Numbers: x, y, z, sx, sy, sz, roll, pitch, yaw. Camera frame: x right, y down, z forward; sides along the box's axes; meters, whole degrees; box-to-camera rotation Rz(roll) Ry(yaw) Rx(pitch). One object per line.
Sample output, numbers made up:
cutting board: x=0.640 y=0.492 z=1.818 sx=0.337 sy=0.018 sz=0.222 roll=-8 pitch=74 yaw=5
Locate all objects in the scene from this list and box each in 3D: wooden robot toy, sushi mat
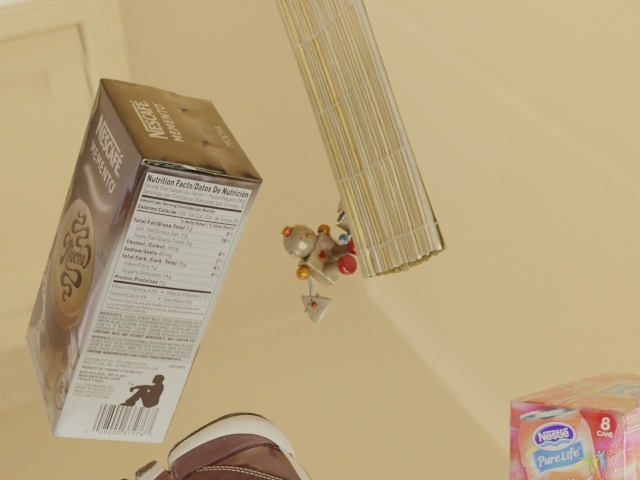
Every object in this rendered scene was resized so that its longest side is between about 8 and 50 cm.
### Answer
wooden robot toy: x=0.000 y=0.000 z=1.317 sx=0.079 sy=0.173 sz=0.076 roll=34 pitch=-29 yaw=-15
sushi mat: x=0.024 y=-0.123 z=1.096 sx=0.151 sy=0.019 sz=0.316 roll=-29 pitch=-103 yaw=63

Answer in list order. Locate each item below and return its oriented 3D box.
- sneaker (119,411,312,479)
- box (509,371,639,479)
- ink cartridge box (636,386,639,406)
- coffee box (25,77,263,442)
sneaker: x=-0.099 y=0.225 z=0.748 sx=0.162 sy=0.281 sz=0.106 roll=37 pitch=-28 yaw=41
box: x=0.370 y=0.256 z=1.569 sx=0.154 sy=0.300 sz=0.142 roll=3 pitch=-87 yaw=37
ink cartridge box: x=0.417 y=0.020 z=0.773 sx=0.160 sy=0.279 sz=0.384 roll=-99 pitch=-152 yaw=-62
coffee box: x=-0.176 y=0.021 z=1.183 sx=0.168 sy=0.119 sz=0.297 roll=55 pitch=-50 yaw=52
